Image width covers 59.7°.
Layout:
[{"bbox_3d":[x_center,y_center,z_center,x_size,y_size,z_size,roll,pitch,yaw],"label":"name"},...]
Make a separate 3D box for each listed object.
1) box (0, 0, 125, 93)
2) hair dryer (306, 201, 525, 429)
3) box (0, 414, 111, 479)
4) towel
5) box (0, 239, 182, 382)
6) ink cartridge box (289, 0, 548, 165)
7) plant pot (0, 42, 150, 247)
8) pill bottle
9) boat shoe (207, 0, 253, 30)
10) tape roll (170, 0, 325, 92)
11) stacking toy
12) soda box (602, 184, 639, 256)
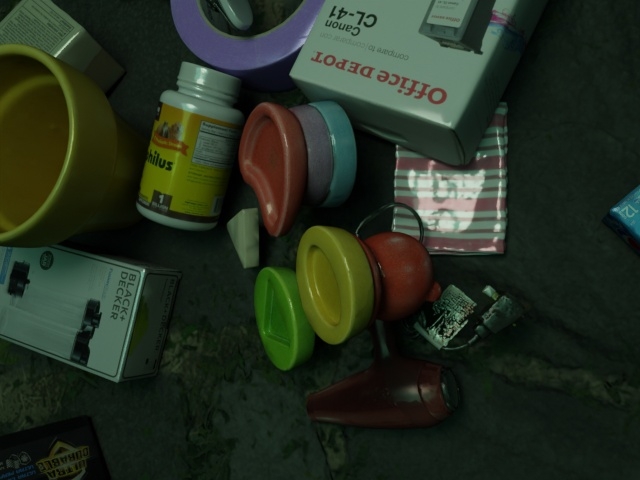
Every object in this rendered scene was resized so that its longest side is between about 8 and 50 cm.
[{"bbox_3d":[-0.485,-0.223,0.886,0.148,0.121,0.311,42,87,20],"label":"box"},{"bbox_3d":[0.086,0.123,0.690,0.223,0.080,0.293,42,101,31],"label":"hair dryer"},{"bbox_3d":[-0.379,0.397,0.708,0.073,0.295,0.293,-33,73,16],"label":"box"},{"bbox_3d":[0.162,-0.080,0.707,0.144,0.029,0.197,1,83,20],"label":"towel"},{"bbox_3d":[-0.371,0.092,0.853,0.290,0.087,0.169,14,88,21],"label":"box"},{"bbox_3d":[0.135,-0.278,0.674,0.226,0.131,0.306,25,87,24],"label":"ink cartridge box"},{"bbox_3d":[-0.361,-0.109,0.792,0.254,0.239,0.253,-2,83,20],"label":"plant pot"},{"bbox_3d":[-0.176,-0.129,0.773,0.117,0.117,0.214,22,102,21],"label":"pill bottle"},{"bbox_3d":[-0.134,-0.331,0.748,0.040,0.049,0.142,-37,70,33],"label":"boat shoe"},{"bbox_3d":[-0.075,-0.359,0.799,0.275,0.090,0.274,-3,83,21],"label":"tape roll"},{"bbox_3d":[0.000,0.000,0.688,0.308,0.130,0.279,68,151,25],"label":"stacking toy"},{"bbox_3d":[0.410,-0.073,0.590,0.210,0.071,0.067,-43,71,10],"label":"soda box"}]
